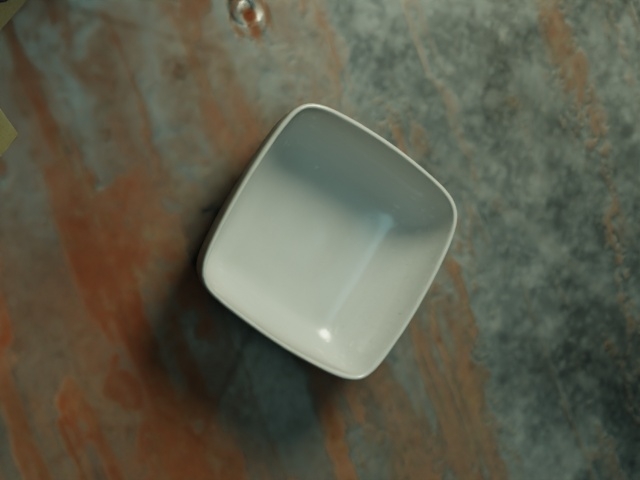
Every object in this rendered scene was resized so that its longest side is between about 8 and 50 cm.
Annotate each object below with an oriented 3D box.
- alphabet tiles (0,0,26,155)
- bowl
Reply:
[{"bbox_3d":[-0.293,-0.072,0.840,0.342,0.011,0.285,-54,136,-25],"label":"alphabet tiles"},{"bbox_3d":[0.000,0.000,1.035,0.142,0.053,0.142,34,81,-21],"label":"bowl"}]
